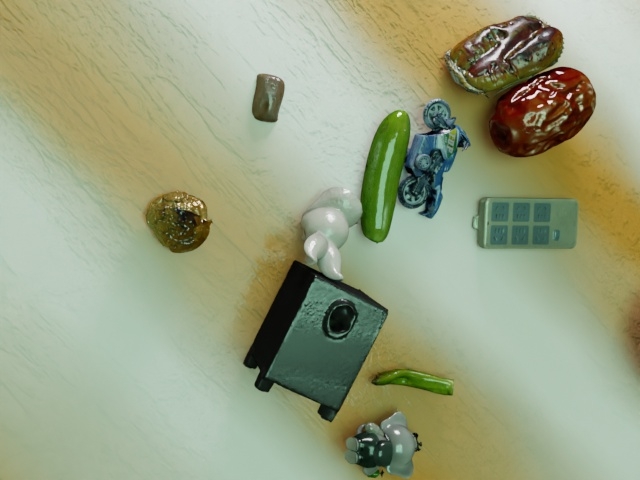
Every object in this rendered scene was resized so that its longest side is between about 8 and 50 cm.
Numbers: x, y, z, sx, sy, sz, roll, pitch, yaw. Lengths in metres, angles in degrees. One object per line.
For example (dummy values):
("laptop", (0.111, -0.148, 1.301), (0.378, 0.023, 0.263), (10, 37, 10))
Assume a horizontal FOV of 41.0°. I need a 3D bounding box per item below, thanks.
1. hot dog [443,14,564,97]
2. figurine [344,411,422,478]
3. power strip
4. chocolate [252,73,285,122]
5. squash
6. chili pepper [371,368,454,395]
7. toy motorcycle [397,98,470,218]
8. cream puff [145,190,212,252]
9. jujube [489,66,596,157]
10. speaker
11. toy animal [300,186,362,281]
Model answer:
("hot dog", (0.406, -0.417, 1.896), (0.270, 0.082, 0.163), (-27, 61, -9))
("figurine", (0.140, 0.449, 1.865), (0.192, 0.126, 0.147), (3, 82, -32))
("power strip", (0.481, -0.040, 1.978), (0.270, 0.046, 0.118), (0, 93, -17))
("chocolate", (-0.110, -0.300, 1.800), (0.064, 0.031, 0.101), (13, 91, -12))
("squash", (0.134, -0.140, 1.851), (0.082, 0.082, 0.293), (12, 90, -17))
("chili pepper", (0.205, 0.313, 1.910), (0.201, 0.052, 0.050), (10, 60, -15))
("toy motorcycle", (0.252, -0.177, 1.884), (0.135, 0.092, 0.255), (15, 97, -26))
("cream puff", (-0.285, -0.039, 1.726), (0.133, 0.104, 0.119), (33, 90, -14))
("jujube", (0.493, -0.283, 1.904), (0.250, 0.174, 0.174), (-33, 101, -19))
("speaker", (-0.012, 0.199, 1.740), (0.184, 0.232, 0.254), (26, 90, -14))
("toy animal", (0.002, 0.000, 1.768), (0.104, 0.130, 0.221), (56, 39, -27))
